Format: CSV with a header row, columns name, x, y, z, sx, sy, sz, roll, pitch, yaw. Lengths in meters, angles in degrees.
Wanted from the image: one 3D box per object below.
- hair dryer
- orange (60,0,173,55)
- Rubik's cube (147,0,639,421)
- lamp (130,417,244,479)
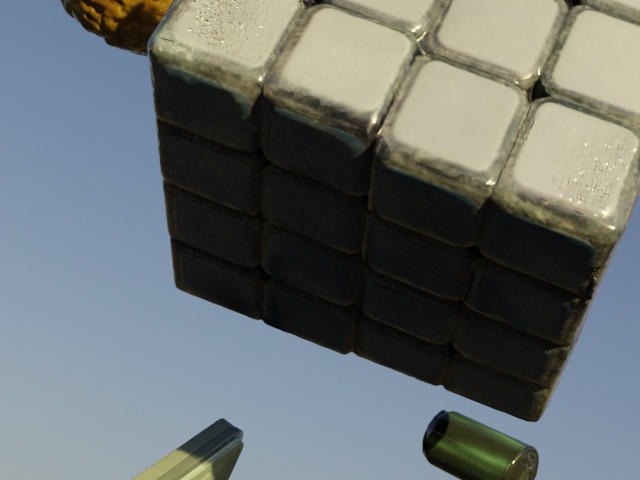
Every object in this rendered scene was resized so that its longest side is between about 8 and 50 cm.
name,x,y,z,sx,sy,sz,roll,pitch,yaw
hair dryer,0.161,0.248,1.277,0.100,0.057,0.198,22,-38,38
orange,-0.140,-0.367,1.465,0.322,0.357,0.322,43,5,-5
Rubik's cube,0.093,-0.113,1.048,0.337,0.344,0.344,22,-29,9
lamp,-0.203,0.333,1.421,0.047,0.269,0.266,35,-55,18
